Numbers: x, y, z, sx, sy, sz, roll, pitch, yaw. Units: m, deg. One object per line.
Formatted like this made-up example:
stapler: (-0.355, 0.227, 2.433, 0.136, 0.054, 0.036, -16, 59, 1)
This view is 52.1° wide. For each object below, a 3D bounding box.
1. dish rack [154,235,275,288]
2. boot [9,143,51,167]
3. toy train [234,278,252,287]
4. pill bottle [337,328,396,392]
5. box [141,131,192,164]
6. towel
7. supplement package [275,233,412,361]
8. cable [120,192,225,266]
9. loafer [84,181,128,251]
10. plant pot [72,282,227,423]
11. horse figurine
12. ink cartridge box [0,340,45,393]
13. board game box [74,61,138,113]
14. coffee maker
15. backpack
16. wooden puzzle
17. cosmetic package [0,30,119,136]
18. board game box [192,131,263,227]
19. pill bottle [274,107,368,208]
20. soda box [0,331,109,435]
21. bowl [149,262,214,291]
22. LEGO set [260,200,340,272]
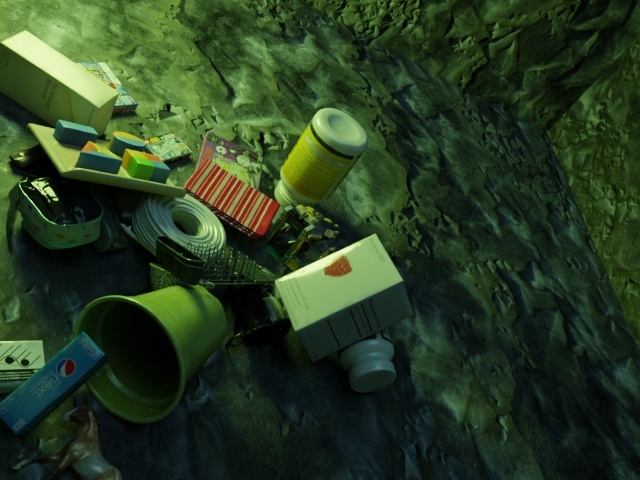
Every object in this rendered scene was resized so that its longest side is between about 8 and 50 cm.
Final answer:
dish rack: (-0.247, 0.055, 1.587, 0.272, 0.074, 0.208, 4, 15, -39)
boot: (-0.735, -0.208, 1.708, 0.106, 0.037, 0.114, 30, 33, 12)
toy train: (-0.181, 0.102, 1.668, 0.083, 0.023, 0.017, -14, 59, -16)
pill bottle: (0.114, 0.270, 1.795, 0.153, 0.153, 0.264, 13, 44, -29)
box: (-0.473, -0.280, 2.001, 0.094, 0.027, 0.137, 48, 38, 11)
towel: (-0.259, -0.125, 1.939, 0.275, 0.031, 0.198, 33, 37, -6)
supplement package: (0.061, 0.148, 1.691, 0.293, 0.175, 0.177, -25, 50, -2)
cable: (-0.373, -0.032, 1.745, 0.257, 0.089, 0.257, 43, 27, -3)
loafer: (-0.576, -0.083, 1.681, 0.084, 0.096, 0.267, 8, 50, -60)
plant pot: (-0.345, 0.213, 1.432, 0.276, 0.276, 0.254, 43, 26, 7)
horse figurine: (-0.446, 0.451, 1.235, 0.263, 0.066, 0.174, 46, 44, 15)
ink cartridge box: (-0.656, 0.251, 1.288, 0.207, 0.046, 0.097, 4, 48, -36)
board game box: (-0.679, -0.475, 2.033, 0.136, 0.035, 0.201, -20, 65, -48)
coffee maker: (-0.181, 0.170, 1.692, 0.171, 0.120, 0.178, 0, 51, -38)
backpack: (-0.614, -0.060, 1.559, 0.188, 0.144, 0.166, 37, 33, 28)
wooden puzzle: (-0.550, -0.225, 1.698, 0.322, 0.080, 0.348, 8, 20, -44)
cosmetic package: (-0.740, -0.422, 1.829, 0.310, 0.160, 0.113, 33, 39, -4)
board game box: (-0.292, -0.186, 2.035, 0.208, 0.056, 0.346, 19, 41, -16)
pill bottle: (-0.010, -0.239, 2.075, 0.188, 0.334, 0.187, 22, 40, -20)
soda box: (-0.516, 0.278, 1.271, 0.067, 0.071, 0.210, 44, 70, 7)
bowl: (-0.353, 0.119, 1.617, 0.170, 0.080, 0.170, 20, -2, 1)
LEGO set: (0.000, 0.000, 1.952, 0.255, 0.192, 0.331, -20, 65, -48)
